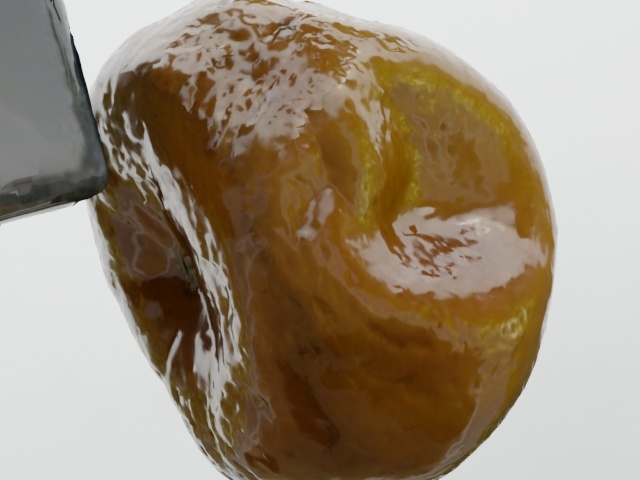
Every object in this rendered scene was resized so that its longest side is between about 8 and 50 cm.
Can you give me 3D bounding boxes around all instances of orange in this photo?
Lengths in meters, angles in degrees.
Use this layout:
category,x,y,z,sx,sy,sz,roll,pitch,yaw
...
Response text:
category,x,y,z,sx,sy,sz,roll,pitch,yaw
orange,0.000,0.000,0.507,0.183,0.249,0.249,-19,-26,-27

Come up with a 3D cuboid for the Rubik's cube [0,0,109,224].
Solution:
category,x,y,z,sx,sy,sz,roll,pitch,yaw
Rubik's cube,-0.305,-0.112,0.397,0.304,0.300,0.305,-17,7,-41
